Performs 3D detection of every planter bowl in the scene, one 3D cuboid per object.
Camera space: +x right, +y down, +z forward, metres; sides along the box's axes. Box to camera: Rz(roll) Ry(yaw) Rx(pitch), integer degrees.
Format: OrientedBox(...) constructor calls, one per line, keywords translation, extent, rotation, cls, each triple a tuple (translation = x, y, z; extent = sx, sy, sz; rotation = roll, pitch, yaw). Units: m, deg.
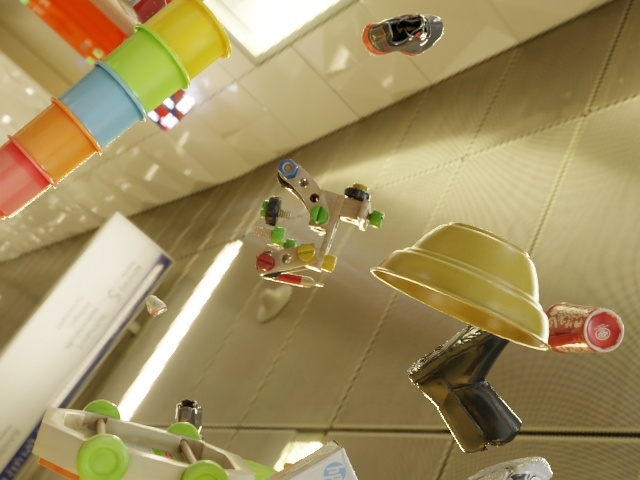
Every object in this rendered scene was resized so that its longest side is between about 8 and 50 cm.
OrientedBox(translation=(0.172, 0.039, 0.882), extent=(0.090, 0.217, 0.217), rotation=(-65, -156, -5), cls="planter bowl")

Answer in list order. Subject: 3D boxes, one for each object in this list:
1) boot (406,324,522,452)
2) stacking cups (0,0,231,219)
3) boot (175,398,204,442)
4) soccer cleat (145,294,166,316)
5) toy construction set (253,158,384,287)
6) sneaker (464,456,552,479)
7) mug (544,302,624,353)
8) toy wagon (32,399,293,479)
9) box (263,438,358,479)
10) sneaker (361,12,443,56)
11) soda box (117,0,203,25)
OrientedBox(translation=(0.310, 0.265, 1.448), extent=(0.246, 0.207, 0.094), rotation=(-38, -178, 24), cls="boot")
OrientedBox(translation=(-0.245, -0.150, 0.858), extent=(0.316, 0.096, 0.096), rotation=(-42, -160, -16), cls="stacking cups")
OrientedBox(translation=(-0.255, 0.426, 1.531), extent=(0.263, 0.091, 0.228), rotation=(127, -36, -73), cls="boot")
OrientedBox(translation=(-0.301, 0.117, 1.423), extent=(0.029, 0.035, 0.083), rotation=(-26, -174, -21), cls="soccer cleat")
OrientedBox(translation=(0.000, 0.000, 1.642), extent=(0.308, 0.238, 0.257), rotation=(99, 4, -54), cls="toy construction set")
OrientedBox(translation=(0.241, 0.501, 1.200), extent=(0.366, 0.210, 0.137), rotation=(-31, 173, -15), cls="sneaker")
OrientedBox(translation=(0.551, 0.203, 1.676), extent=(0.150, 0.113, 0.169), rotation=(-46, -175, -11), cls="mug")
OrientedBox(translation=(-0.184, 0.282, 0.998), extent=(0.267, 0.345, 0.068), rotation=(172, -63, -74), cls="toy wagon")
OrientedBox(translation=(-0.032, 0.323, 0.837), extent=(0.186, 0.145, 0.038), rotation=(-26, -170, -16), cls="box")
OrientedBox(translation=(0.134, -0.300, 1.131), extent=(0.158, 0.061, 0.065), rotation=(-24, -172, -37), cls="sneaker")
OrientedBox(translation=(-0.229, -0.472, 1.357), extent=(0.263, 0.092, 0.083), rotation=(-42, -120, -9), cls="soda box")
